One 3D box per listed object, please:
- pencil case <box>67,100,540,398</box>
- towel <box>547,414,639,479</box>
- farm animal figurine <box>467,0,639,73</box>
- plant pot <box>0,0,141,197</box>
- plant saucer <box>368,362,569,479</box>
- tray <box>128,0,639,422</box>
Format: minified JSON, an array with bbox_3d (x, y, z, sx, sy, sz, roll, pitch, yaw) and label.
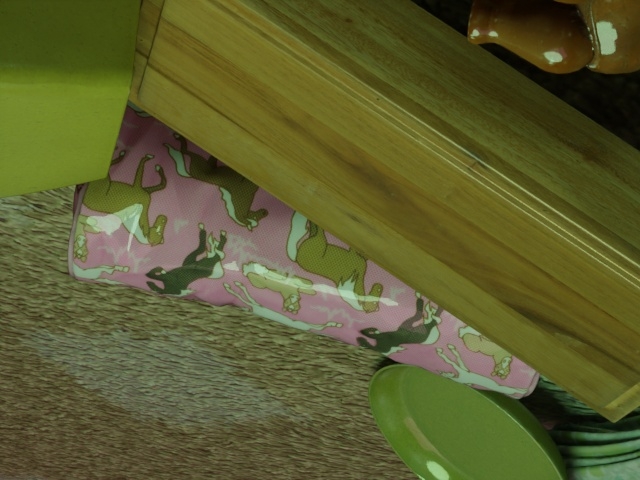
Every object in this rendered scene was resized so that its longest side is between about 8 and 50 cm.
[{"bbox_3d":[0.000,0.000,1.258,0.386,0.160,0.167,15,152,-2],"label":"pencil case"},{"bbox_3d":[0.408,0.317,1.631,0.320,0.090,0.374,-19,112,51],"label":"towel"},{"bbox_3d":[0.178,-0.209,0.636,0.172,0.330,0.327,13,128,10],"label":"farm animal figurine"},{"bbox_3d":[-0.208,-0.140,1.035,0.187,0.212,0.212,7,158,-11],"label":"plant pot"},{"bbox_3d":[0.155,0.200,1.668,0.241,0.037,0.241,31,150,20],"label":"plant saucer"},{"bbox_3d":[0.068,-0.046,1.073,0.411,0.076,0.203,33,156,1],"label":"tray"}]
